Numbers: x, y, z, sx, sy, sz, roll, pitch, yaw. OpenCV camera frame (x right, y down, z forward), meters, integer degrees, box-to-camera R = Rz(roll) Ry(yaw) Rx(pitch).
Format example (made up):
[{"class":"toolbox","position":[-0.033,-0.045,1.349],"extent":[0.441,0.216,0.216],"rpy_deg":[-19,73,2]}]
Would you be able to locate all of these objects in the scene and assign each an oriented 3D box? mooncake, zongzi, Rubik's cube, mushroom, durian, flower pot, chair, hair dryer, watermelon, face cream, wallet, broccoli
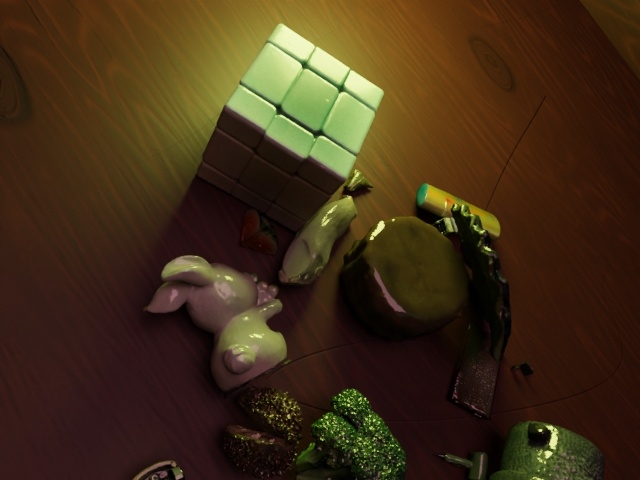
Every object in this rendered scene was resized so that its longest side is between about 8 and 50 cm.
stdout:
[{"class":"mooncake","position":[0.218,0.107,1.389],"extent":[0.323,0.187,0.324],"rpy_deg":[11,64,-22]},{"class":"zongzi","position":[0.111,-0.155,1.534],"extent":[0.083,0.040,0.076],"rpy_deg":[44,63,-25]},{"class":"Rubik's cube","position":[-0.080,-0.268,1.316],"extent":[0.315,0.319,0.322],"rpy_deg":[29,59,-12]},{"class":"mushroom","position":[-0.001,-0.002,1.374],"extent":[0.109,0.097,0.351],"rpy_deg":[56,51,-28]},{"class":"durian","position":[-0.113,0.414,1.134],"extent":[0.195,0.167,0.196],"rpy_deg":[-8,105,-30]},{"class":"flower pot","position":[0.564,0.627,1.280],"extent":[0.299,0.299,0.283],"rpy_deg":[39,55,-7]},{"class":"chair","position":[0.607,0.380,1.552],"extent":[0.086,0.037,0.042],"rpy_deg":[-9,63,-32]},{"class":"hair dryer","position":[0.363,0.576,1.362],"extent":[0.150,0.047,0.071],"rpy_deg":[19,61,-6]},{"class":"watermelon","position":[-0.169,-0.022,1.333],"extent":[0.094,0.125,0.135],"rpy_deg":[-38,57,-3]},{"class":"face cream","position":[0.417,-0.093,1.615],"extent":[0.284,0.067,0.139],"rpy_deg":[22,27,-16]},{"class":"wallet","position":[0.445,0.366,1.481],"extent":[0.132,0.039,0.243],"rpy_deg":[27,61,-7]},{"class":"broccoli","position":[0.065,0.487,1.154],"extent":[0.245,0.265,0.295],"rpy_deg":[-6,111,2]}]

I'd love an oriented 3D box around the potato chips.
[{"class":"potato chips","position":[0.433,0.108,1.402],"extent":[0.069,0.429,0.359],"rpy_deg":[-16,43,7]}]

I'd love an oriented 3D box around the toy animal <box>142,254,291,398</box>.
[{"class":"toy animal","position":[-0.211,0.172,1.148],"extent":[0.310,0.182,0.247],"rpy_deg":[61,25,4]}]

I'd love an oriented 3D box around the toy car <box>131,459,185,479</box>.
[{"class":"toy car","position":[-0.281,0.562,1.006],"extent":[0.101,0.124,0.257],"rpy_deg":[-20,70,-31]}]

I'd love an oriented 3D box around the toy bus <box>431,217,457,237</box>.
[{"class":"toy bus","position":[0.359,-0.028,1.558],"extent":[0.058,0.102,0.052],"rpy_deg":[-4,72,-30]}]
